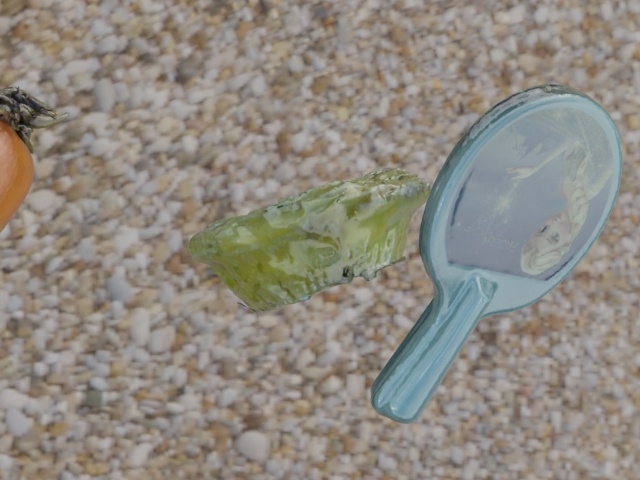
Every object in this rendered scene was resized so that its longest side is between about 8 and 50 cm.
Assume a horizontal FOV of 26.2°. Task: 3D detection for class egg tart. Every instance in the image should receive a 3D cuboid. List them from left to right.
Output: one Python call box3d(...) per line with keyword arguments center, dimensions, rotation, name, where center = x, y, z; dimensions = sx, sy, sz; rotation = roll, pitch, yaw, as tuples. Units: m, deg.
box3d(center=(0.000, 0.000, 1.032), dimensions=(0.197, 0.197, 0.078), rotation=(-18, 91, -33), name="egg tart")

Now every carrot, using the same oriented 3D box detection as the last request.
box3d(center=(-0.480, -0.087, 1.767), dimensions=(0.331, 0.193, 0.214), rotation=(-56, 157, -30), name="carrot")

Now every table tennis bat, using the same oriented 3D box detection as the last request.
box3d(center=(0.104, 0.012, 0.857), dimensions=(0.149, 0.038, 0.237), rotation=(25, 101, -44), name="table tennis bat")
